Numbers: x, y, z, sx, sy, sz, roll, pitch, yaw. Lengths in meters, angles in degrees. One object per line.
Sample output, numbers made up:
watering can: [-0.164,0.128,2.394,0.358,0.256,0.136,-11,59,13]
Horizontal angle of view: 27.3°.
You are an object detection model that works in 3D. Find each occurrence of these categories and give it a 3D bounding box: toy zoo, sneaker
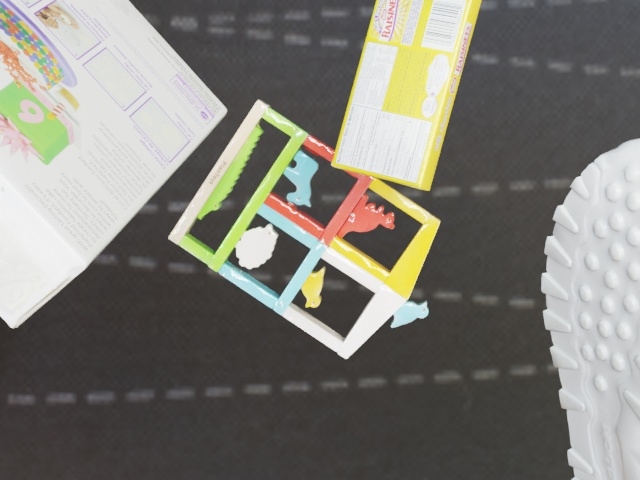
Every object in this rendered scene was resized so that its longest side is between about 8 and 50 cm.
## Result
toy zoo: [0.000,0.000,1.496,0.293,0.192,0.030,33,-173,1]
sneaker: [0.170,0.055,0.630,0.095,0.235,0.090,-18,-151,-20]

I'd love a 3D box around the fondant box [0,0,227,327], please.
fondant box: [-0.232,-0.112,1.072,0.096,0.330,0.238,-38,101,27]

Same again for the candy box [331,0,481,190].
candy box: [0.084,-0.158,1.272,0.105,0.205,0.027,17,-177,35]
